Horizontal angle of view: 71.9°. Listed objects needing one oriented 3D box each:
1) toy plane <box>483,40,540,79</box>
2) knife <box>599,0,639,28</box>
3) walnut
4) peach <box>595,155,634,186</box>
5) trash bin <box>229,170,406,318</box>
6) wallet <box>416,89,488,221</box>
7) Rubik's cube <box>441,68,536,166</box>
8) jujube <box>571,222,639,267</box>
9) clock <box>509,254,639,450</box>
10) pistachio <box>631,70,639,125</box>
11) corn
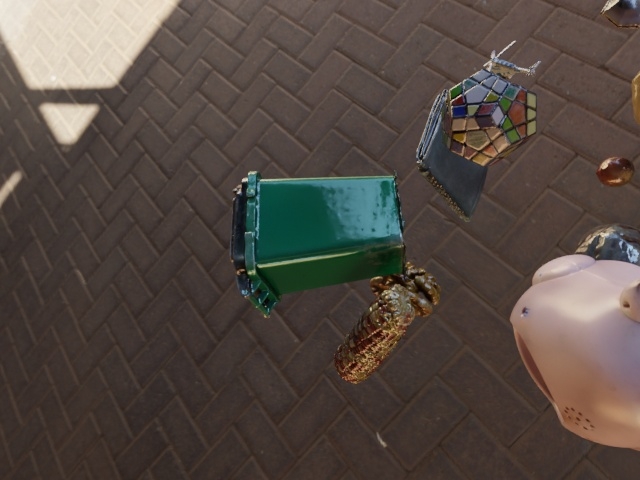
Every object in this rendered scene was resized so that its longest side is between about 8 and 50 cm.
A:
[{"bbox_3d":[0.721,-0.649,1.658,0.273,0.107,0.182,18,78,57],"label":"toy plane"},{"bbox_3d":[0.525,-0.453,0.636,0.089,0.043,0.365,32,84,36],"label":"knife"},{"bbox_3d":[0.202,0.113,1.065,0.170,0.069,0.143,31,69,30],"label":"walnut"},{"bbox_3d":[0.759,-0.177,1.139,0.083,0.083,0.083,-10,70,28],"label":"peach"},{"bbox_3d":[0.000,0.000,1.010,0.380,0.259,0.296,-6,64,8],"label":"trash bin"},{"bbox_3d":[0.378,-0.227,1.263,0.075,0.342,0.238,6,70,42],"label":"wallet"},{"bbox_3d":[0.190,-0.139,0.508,0.111,0.093,0.111,-14,62,29],"label":"Rubik's cube"},{"bbox_3d":[0.796,0.101,1.223,0.308,0.246,0.215,-65,26,3],"label":"jujube"},{"bbox_3d":[0.512,0.203,0.789,0.250,0.376,0.369,-24,80,5],"label":"clock"},{"bbox_3d":[0.890,-0.328,1.028,0.308,0.230,0.230,21,86,20],"label":"pistachio"},{"bbox_3d":[0.110,0.198,0.912,0.098,0.098,0.290,57,139,31],"label":"corn"}]
